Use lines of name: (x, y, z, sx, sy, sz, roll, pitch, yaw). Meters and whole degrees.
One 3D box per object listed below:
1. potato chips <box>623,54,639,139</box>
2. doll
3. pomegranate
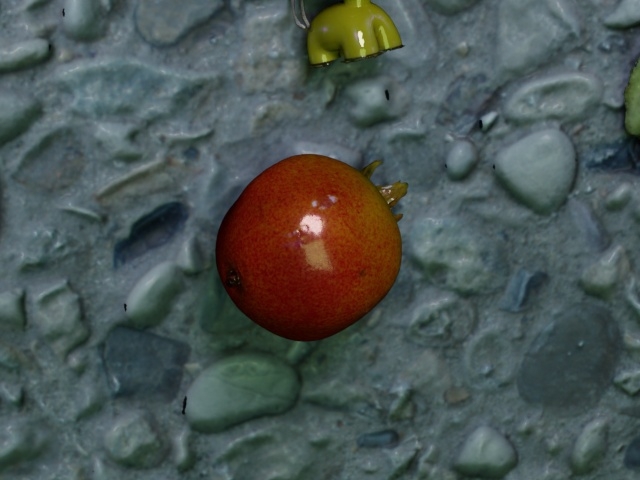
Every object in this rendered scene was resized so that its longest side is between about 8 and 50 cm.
potato chips: (0.578, -0.240, 1.795, 0.358, 0.070, 0.429, 16, 115, -25)
doll: (0.028, -0.313, 1.658, 0.143, 0.135, 0.221, -24, 109, -37)
pomegranate: (0.000, 0.000, 1.703, 0.256, 0.221, 0.221, -39, 114, -27)
